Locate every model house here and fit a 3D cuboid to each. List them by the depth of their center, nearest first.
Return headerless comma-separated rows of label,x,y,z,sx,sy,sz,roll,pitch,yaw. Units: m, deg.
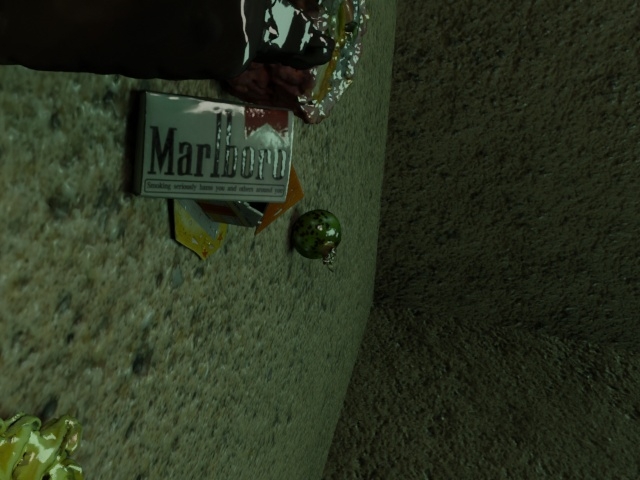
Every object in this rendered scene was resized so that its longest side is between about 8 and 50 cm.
model house,-0.097,-0.069,0.819,0.219,0.135,0.207,67,33,-69

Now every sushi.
sushi,-0.038,-0.293,0.842,0.237,0.170,0.270,87,19,-47

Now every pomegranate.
pomegranate,0.000,0.000,1.322,0.122,0.122,0.161,83,-20,-53

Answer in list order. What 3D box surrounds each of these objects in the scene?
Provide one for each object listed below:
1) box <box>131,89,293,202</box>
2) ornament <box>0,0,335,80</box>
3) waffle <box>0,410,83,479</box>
box,-0.119,-0.102,0.659,0.036,0.177,0.115,22,-71,57
ornament,-0.101,-0.178,0.480,0.260,0.251,0.106,-24,122,-67
waffle,-0.276,0.290,0.432,0.297,0.073,0.317,-11,104,-83
